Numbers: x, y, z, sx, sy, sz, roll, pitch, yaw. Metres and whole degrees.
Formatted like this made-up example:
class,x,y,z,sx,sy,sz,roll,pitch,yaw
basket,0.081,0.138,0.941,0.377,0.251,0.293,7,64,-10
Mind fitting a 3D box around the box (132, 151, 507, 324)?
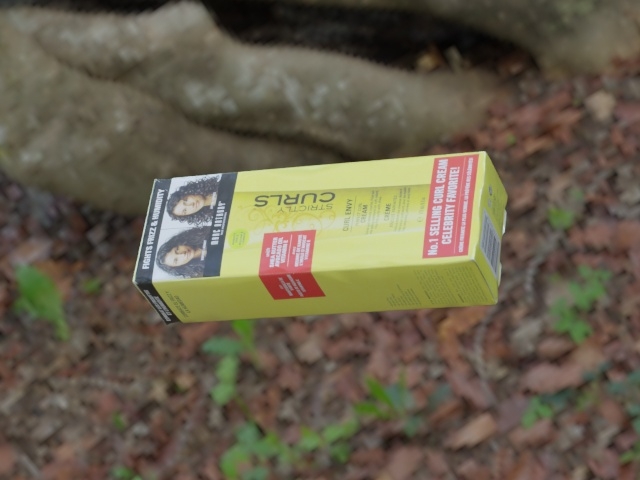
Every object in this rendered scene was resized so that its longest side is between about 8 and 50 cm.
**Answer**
class,x,y,z,sx,sy,sz,roll,pitch,yaw
box,0.000,0.000,1.226,0.232,0.058,0.087,-3,58,21
